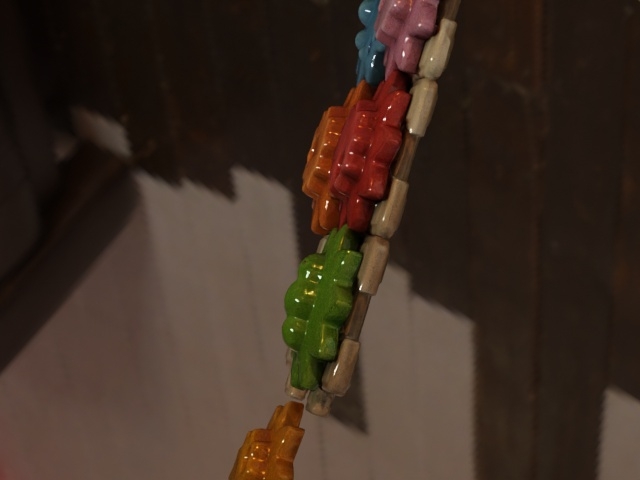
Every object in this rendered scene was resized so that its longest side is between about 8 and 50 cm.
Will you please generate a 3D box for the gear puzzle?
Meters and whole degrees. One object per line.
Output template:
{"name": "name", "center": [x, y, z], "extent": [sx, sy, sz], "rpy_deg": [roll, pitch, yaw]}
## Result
{"name": "gear puzzle", "center": [0.000, 0.000, 0.952], "extent": [0.044, 0.339, 0.175], "rpy_deg": [17, 179, -9]}
